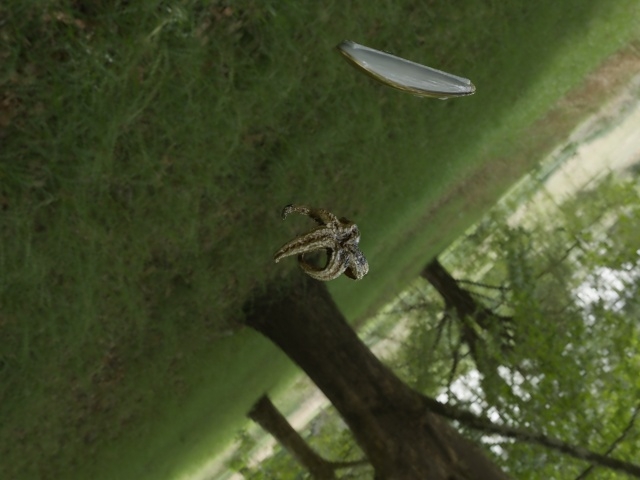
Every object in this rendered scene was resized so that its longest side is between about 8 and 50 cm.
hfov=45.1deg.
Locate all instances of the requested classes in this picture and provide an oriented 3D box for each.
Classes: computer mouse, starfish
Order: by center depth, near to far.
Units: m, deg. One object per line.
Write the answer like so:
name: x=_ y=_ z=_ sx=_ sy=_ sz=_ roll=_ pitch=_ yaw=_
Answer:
computer mouse: x=0.113 y=-0.226 z=1.052 sx=0.102 sy=0.199 sz=0.045 roll=-118 pitch=-136 yaw=-70
starfish: x=-0.002 y=0.000 z=1.253 sx=0.190 sy=0.146 sz=0.074 roll=2 pitch=152 yaw=-47
